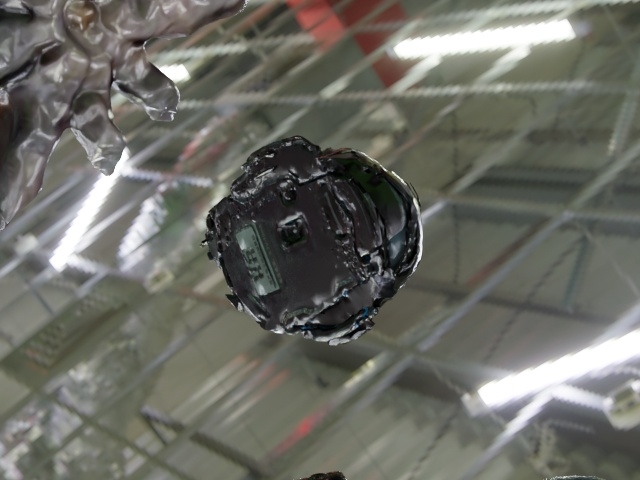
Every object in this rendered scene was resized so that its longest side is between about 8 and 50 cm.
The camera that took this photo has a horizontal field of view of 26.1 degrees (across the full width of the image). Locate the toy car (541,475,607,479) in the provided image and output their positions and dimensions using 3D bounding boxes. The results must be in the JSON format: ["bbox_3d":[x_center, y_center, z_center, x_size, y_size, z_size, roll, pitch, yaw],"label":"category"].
[{"bbox_3d":[0.077,0.249,0.821,0.314,0.166,0.198,-51,178,16],"label":"toy car"}]

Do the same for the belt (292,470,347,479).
[{"bbox_3d":[0.009,0.309,1.165,0.053,0.232,0.071,-5,-163,-6],"label":"belt"}]

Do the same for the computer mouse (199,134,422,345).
[{"bbox_3d":[0.000,0.000,0.973,0.078,0.146,0.242,-19,179,-38],"label":"computer mouse"}]

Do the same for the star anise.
[{"bbox_3d":[-0.142,-0.126,0.760,0.236,0.229,0.093,-12,-163,-32],"label":"star anise"}]
